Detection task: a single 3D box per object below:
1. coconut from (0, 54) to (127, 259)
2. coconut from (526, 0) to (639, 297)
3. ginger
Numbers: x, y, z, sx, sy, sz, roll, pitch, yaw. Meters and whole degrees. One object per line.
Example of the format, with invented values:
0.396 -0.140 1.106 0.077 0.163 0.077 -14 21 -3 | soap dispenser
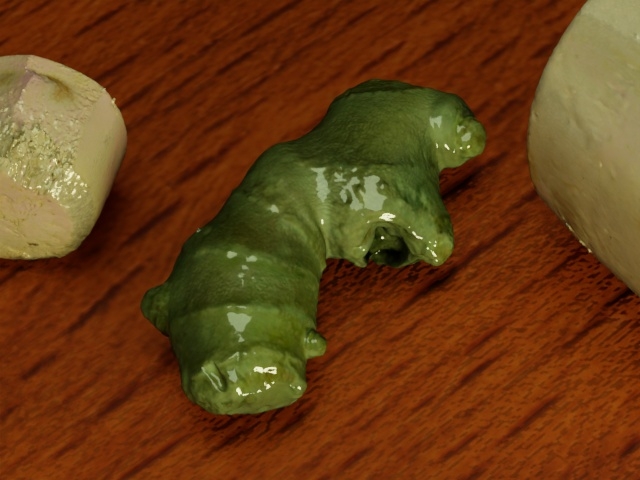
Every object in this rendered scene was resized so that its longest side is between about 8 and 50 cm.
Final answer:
-0.186 -0.059 1.216 0.116 0.116 0.122 3 49 10 | coconut
0.236 -0.069 1.108 0.241 0.241 0.241 -4 44 3 | coconut
0.002 -0.004 1.159 0.137 0.089 0.290 39 55 15 | ginger
